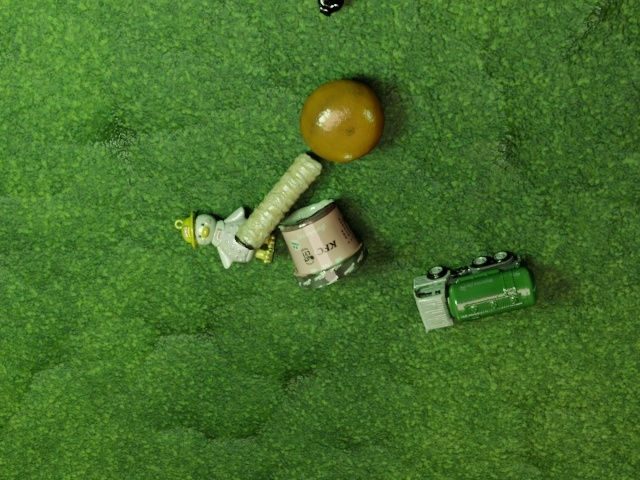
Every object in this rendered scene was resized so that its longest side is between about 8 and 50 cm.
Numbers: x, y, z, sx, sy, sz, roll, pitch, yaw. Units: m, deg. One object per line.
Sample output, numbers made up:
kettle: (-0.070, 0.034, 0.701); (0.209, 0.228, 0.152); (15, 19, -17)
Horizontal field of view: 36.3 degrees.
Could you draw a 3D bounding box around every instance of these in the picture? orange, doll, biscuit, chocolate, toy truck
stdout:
orange: (0.039, -0.221, 1.784); (0.156, 0.124, 0.156); (-7, 121, -11)
doll: (-0.188, -0.010, 1.942); (0.207, 0.081, 0.129); (14, 100, 0)
biscuit: (-0.081, -0.071, 1.874); (0.061, 0.055, 0.219); (39, 93, 28)
chocolate: (-0.013, -0.464, 1.701); (0.072, 0.070, 0.147); (-42, 118, 13)
toy truck: (0.307, 0.105, 1.933); (0.242, 0.125, 0.101); (-14, 117, 13)

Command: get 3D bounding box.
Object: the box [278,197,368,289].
box: (0.000, 0.000, 1.897); (0.151, 0.151, 0.135); (-21, 105, 15)
